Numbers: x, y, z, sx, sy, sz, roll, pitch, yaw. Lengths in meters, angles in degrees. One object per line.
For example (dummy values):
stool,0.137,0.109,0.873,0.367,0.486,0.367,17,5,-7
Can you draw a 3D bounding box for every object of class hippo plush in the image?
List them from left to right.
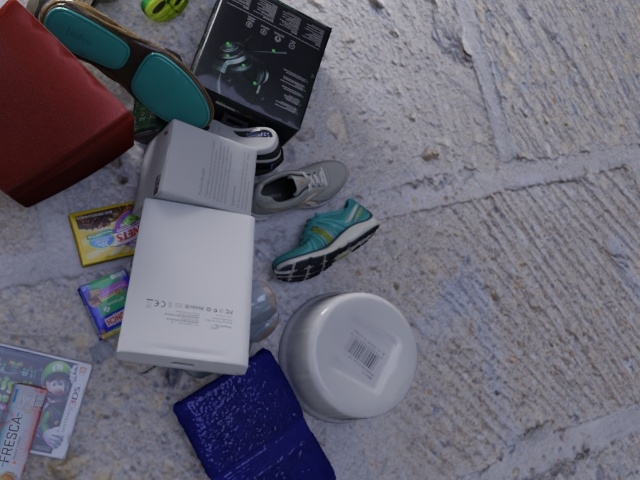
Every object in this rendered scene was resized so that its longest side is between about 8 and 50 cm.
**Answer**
hippo plush,-0.245,0.112,1.294,0.294,0.234,0.237,-17,60,-31

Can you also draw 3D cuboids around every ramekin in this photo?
ramekin,0.065,0.237,1.408,0.277,0.135,0.277,5,76,-23

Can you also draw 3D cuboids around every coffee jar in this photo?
coffee jar,-0.327,-0.289,1.372,0.079,0.096,0.185,18,68,-56

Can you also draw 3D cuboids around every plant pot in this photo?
plant pot,-0.508,-0.207,1.199,0.267,0.267,0.236,45,76,-9

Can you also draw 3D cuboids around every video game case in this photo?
video game case,-0.521,0.281,1.205,0.190,0.022,0.173,18,72,-19

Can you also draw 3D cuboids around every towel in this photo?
towel,-0.127,0.393,1.321,0.227,0.076,0.308,-28,96,-29

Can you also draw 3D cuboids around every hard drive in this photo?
hard drive,-0.217,0.071,1.153,0.202,0.040,0.308,10,50,-14

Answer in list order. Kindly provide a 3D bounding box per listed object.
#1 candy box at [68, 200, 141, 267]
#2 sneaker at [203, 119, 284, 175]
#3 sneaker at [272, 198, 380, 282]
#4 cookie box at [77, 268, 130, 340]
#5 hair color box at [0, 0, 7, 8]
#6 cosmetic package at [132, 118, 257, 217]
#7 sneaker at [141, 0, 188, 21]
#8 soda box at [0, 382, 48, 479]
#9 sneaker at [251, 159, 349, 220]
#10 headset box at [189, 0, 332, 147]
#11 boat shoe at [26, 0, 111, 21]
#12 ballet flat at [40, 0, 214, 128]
candy box,-0.373,-0.022,1.333,0.205,0.027,0.105,-15,86,-26
sneaker,-0.183,-0.182,1.426,0.216,0.121,0.079,9,64,14
sneaker,0.000,0.000,1.468,0.275,0.107,0.110,-31,72,-31
cookie box,-0.391,0.121,1.286,0.091,0.040,0.107,-24,90,-27
hair color box,-0.692,-0.485,1.200,0.173,0.105,0.347,-32,93,-27
cosmetic package,-0.241,-0.112,1.318,0.183,0.151,0.151,18,64,-30
sneaker,-0.321,-0.591,1.453,0.123,0.109,0.296,17,71,2
soda box,-0.514,0.334,1.149,0.058,0.063,0.183,18,72,-19
sneaker,-0.039,-0.113,1.447,0.262,0.121,0.099,-23,89,-26
headset box,-0.140,-0.364,1.452,0.246,0.131,0.283,21,71,-19
boat shoe,-0.445,-0.526,1.373,0.103,0.113,0.302,41,77,-12
ballet flat,-0.343,-0.330,1.256,0.342,0.116,0.124,28,24,-25
